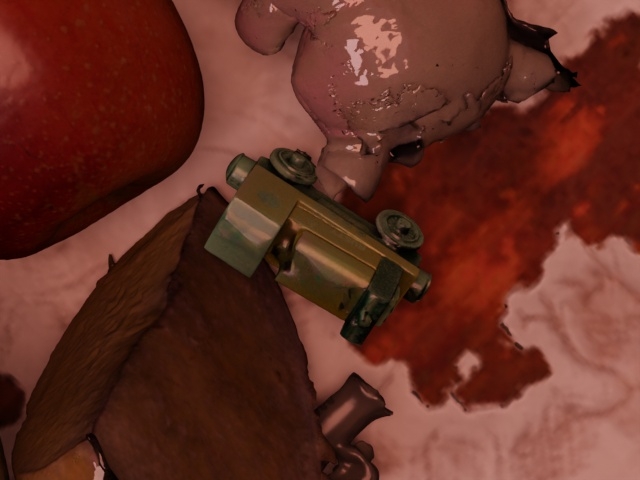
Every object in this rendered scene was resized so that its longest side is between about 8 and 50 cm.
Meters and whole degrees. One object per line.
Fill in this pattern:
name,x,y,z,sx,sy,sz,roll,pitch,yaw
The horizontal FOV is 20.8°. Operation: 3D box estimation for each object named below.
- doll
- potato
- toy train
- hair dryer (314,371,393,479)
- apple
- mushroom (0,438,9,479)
doll,0.029,-0.121,0.875,0.149,0.095,0.192,-36,100,-20
potato,-0.069,0.095,0.858,0.098,0.243,0.138,-35,109,28
toy train,0.000,0.000,0.889,0.122,0.081,0.050,32,119,-1
hair dryer,-0.024,0.240,0.870,0.301,0.121,0.361,13,78,27
apple,-0.155,-0.081,0.846,0.181,0.181,0.168,-32,91,2
mushroom,-0.208,0.160,0.843,0.217,0.292,0.212,42,62,-19
